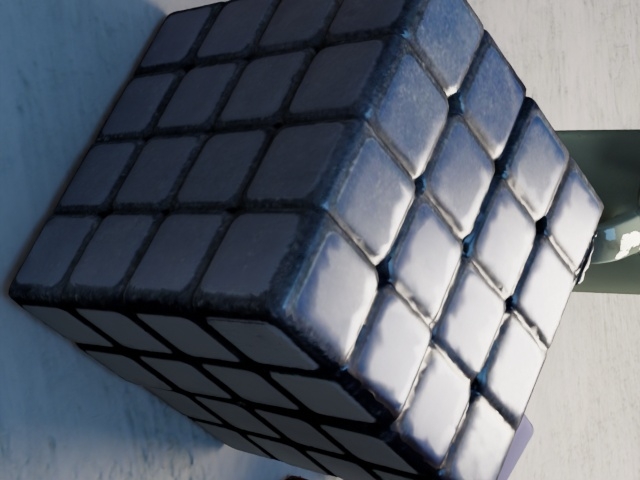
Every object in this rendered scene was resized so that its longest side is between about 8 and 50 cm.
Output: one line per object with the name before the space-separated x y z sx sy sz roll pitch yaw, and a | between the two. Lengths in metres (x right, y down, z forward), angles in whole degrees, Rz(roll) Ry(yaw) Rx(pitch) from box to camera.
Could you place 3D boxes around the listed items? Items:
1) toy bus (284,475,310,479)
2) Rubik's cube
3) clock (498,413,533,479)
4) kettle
toy bus | -0.082 0.326 1.092 0.234 0.073 0.097 -20 115 -44
Rubik's cube | 0.000 0.000 0.963 0.337 0.343 0.345 46 59 -37
clock | 0.123 0.217 1.194 0.145 0.193 0.073 -56 136 -15
kettle | 0.276 -0.042 1.271 0.265 0.318 0.205 25 75 -45
